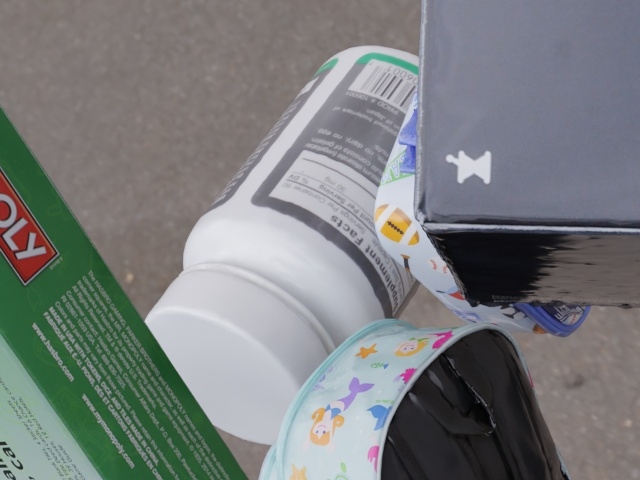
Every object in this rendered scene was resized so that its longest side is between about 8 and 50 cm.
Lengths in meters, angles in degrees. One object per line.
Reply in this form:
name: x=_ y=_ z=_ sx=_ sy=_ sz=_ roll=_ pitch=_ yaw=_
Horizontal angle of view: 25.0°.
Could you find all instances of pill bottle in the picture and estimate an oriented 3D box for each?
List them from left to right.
pill bottle: x=0.000 y=0.000 z=1.345 sx=0.204 sy=0.204 sz=0.361 roll=-11 pitch=34 yaw=47

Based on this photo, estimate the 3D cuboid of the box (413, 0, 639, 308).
box: x=0.149 y=-0.124 z=0.689 sx=0.182 sy=0.294 sz=0.296 roll=1 pitch=83 yaw=10

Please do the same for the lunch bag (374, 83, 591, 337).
lunch bag: x=0.162 y=-0.077 z=1.183 sx=0.115 sy=0.243 sz=0.303 roll=2 pitch=63 yaw=37

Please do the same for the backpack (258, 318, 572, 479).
backpack: x=0.070 y=0.183 z=1.041 sx=0.191 sy=0.253 sz=0.225 roll=6 pitch=34 yaw=39

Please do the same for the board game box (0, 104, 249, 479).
board game box: x=-0.123 y=0.072 z=0.492 sx=0.213 sy=0.317 sz=0.046 roll=-10 pitch=28 yaw=45
